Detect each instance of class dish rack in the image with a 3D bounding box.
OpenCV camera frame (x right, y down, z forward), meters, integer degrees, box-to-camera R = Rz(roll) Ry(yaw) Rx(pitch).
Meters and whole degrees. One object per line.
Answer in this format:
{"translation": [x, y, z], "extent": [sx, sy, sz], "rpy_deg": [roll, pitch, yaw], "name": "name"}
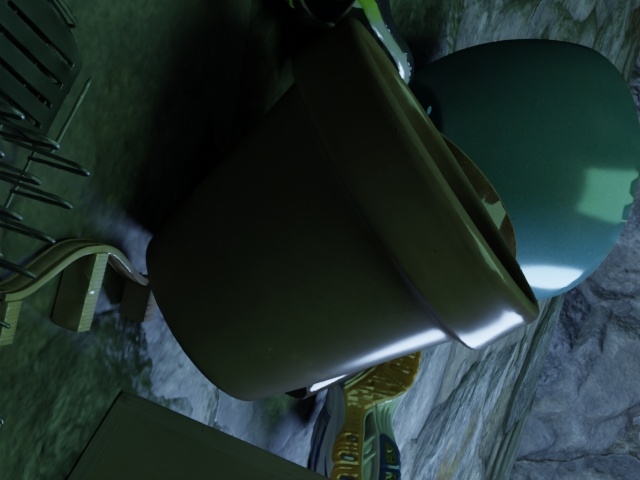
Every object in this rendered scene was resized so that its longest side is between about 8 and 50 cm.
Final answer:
{"translation": [-0.200, -0.026, 0.559], "extent": [0.271, 0.074, 0.208], "rpy_deg": [-66, 159, -12], "name": "dish rack"}

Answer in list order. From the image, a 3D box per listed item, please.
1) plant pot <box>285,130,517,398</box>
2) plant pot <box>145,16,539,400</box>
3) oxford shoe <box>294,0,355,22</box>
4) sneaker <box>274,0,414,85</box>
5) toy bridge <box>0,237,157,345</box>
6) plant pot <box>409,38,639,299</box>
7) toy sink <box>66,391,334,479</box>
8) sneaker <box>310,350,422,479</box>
{"translation": [0.027, 0.031, 1.009], "extent": [0.230, 0.215, 0.215], "rpy_deg": [-44, 149, -22], "name": "plant pot"}
{"translation": [0.000, 0.000, 0.819], "extent": [0.229, 0.263, 0.263], "rpy_deg": [-31, 161, 12], "name": "plant pot"}
{"translation": [0.032, -0.224, 0.637], "extent": [0.130, 0.132, 0.364], "rpy_deg": [-25, -178, -10], "name": "oxford shoe"}
{"translation": [0.012, -0.179, 0.968], "extent": [0.097, 0.084, 0.234], "rpy_deg": [-43, 153, -4], "name": "sneaker"}
{"translation": [-0.165, 0.031, 0.752], "extent": [0.188, 0.026, 0.063], "rpy_deg": [-4, 110, -67], "name": "toy bridge"}
{"translation": [0.168, -0.089, 1.174], "extent": [0.195, 0.290, 0.290], "rpy_deg": [8, 103, -31], "name": "plant pot"}
{"translation": [-0.074, 0.244, 0.865], "extent": [0.131, 0.234, 0.153], "rpy_deg": [-61, 157, -25], "name": "toy sink"}
{"translation": [0.035, 0.192, 1.279], "extent": [0.131, 0.112, 0.296], "rpy_deg": [-39, -147, 59], "name": "sneaker"}
